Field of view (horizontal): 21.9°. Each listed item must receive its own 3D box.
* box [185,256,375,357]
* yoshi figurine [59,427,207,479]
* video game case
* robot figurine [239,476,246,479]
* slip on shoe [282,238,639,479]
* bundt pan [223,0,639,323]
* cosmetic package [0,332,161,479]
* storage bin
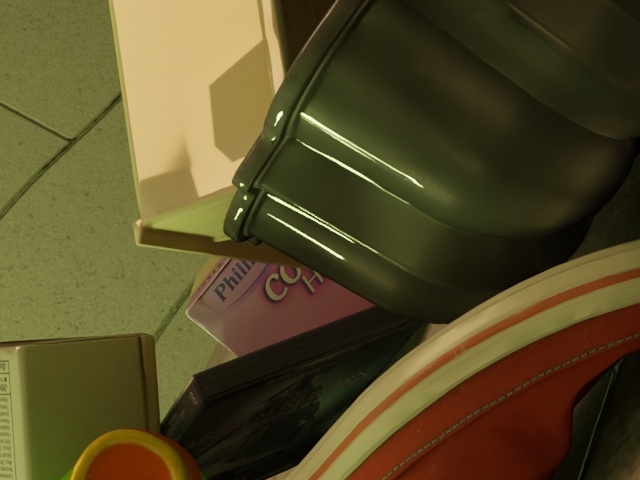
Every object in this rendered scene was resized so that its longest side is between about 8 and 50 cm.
[{"bbox_3d":[0.000,0.000,1.405,0.213,0.117,0.243,-50,5,3],"label":"box"},{"bbox_3d":[-0.131,0.166,0.919,0.203,0.203,0.362,-36,-19,-13],"label":"yoshi figurine"},{"bbox_3d":[-0.051,0.139,1.237,0.196,0.026,0.274,-19,-20,-32],"label":"video game case"},{"bbox_3d":[-0.147,0.314,1.331,0.211,0.085,0.291,-24,-24,-42],"label":"robot figurine"},{"bbox_3d":[0.042,0.119,0.677,0.331,0.101,0.123,-47,-21,23],"label":"slip on shoe"},{"bbox_3d":[0.107,-0.093,0.707,0.331,0.124,0.331,-50,-6,-7],"label":"bundt pan"},{"bbox_3d":[-0.191,0.223,1.150,0.160,0.113,0.309,-6,88,49],"label":"cosmetic package"},{"bbox_3d":[-0.003,-0.123,0.987,0.123,0.260,0.262,-19,74,32],"label":"storage bin"}]
